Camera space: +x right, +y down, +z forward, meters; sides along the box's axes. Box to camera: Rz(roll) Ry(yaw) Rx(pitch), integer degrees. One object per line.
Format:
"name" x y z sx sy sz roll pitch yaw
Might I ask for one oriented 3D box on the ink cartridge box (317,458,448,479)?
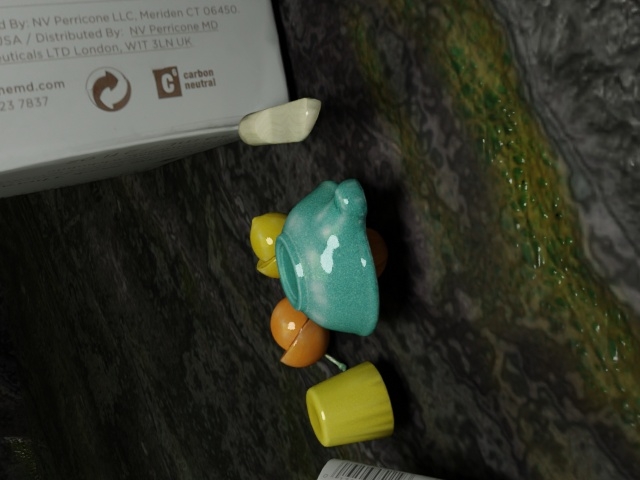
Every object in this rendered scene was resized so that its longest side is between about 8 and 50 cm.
"ink cartridge box" 0.087 0.290 0.642 0.181 0.056 0.224 4 110 25

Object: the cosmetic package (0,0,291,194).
"cosmetic package" -0.280 -0.225 0.849 0.394 0.329 0.327 -3 100 60

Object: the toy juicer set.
"toy juicer set" 0.000 0.000 0.728 0.209 0.090 0.329 -129 28 -57
